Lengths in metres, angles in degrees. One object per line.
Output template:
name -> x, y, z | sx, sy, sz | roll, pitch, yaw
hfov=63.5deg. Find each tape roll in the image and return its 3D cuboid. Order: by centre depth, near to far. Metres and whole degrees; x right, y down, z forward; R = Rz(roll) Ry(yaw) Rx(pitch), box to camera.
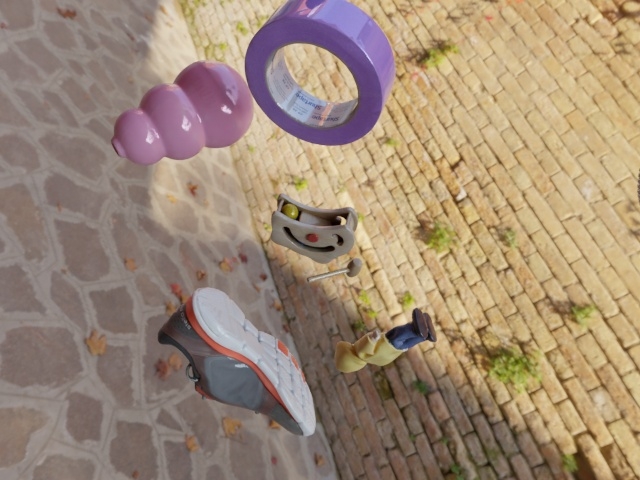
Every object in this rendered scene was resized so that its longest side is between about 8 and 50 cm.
tape roll -> -0.002, -0.314, 0.983 | 0.275, 0.275, 0.090 | 45, 51, -28

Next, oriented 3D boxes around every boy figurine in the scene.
boy figurine -> 0.163, 0.275, 1.364 | 0.177, 0.285, 0.092 | 26, 45, -45

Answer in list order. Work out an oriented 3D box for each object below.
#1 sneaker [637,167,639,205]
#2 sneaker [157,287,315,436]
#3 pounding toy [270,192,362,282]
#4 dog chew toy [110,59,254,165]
sneaker -> 0.519, -0.117, 0.636 | 0.094, 0.235, 0.153 | 44, -5, -36
sneaker -> -0.065, 0.106, 0.414 | 0.158, 0.065, 0.061 | 52, 13, -19
pounding toy -> 0.000, 0.000, 1.257 | 0.269, 0.154, 0.155 | 25, 46, -11
dog chew toy -> -0.324, -0.284, 1.204 | 0.206, 0.332, 0.206 | 47, -25, 29
